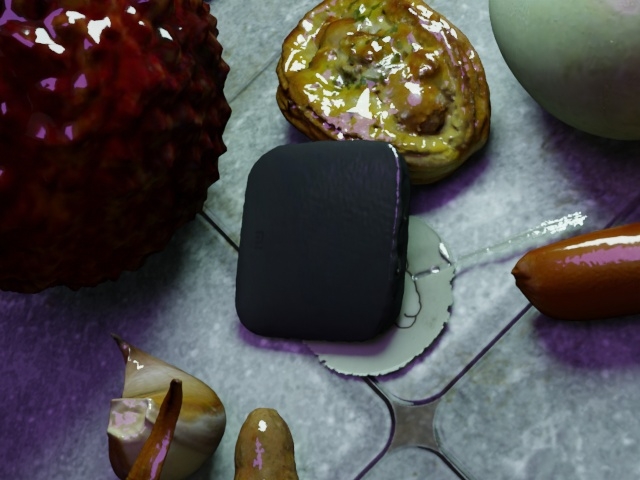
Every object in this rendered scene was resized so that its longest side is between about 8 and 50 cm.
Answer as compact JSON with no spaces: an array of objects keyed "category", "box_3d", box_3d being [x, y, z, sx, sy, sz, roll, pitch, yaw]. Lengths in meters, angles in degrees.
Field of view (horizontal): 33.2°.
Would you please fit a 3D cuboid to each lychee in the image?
[{"category":"lychee","box_3d":[-0.315,-0.137,1.200,0.500,0.425,0.424,-55,42,40]}]

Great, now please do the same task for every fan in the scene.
[{"category":"fan","box_3d":[0.119,0.032,1.120,0.329,0.009,0.190,-22,54,16]}]

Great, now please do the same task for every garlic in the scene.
[{"category":"garlic","box_3d":[-0.168,0.190,1.105,0.207,0.128,0.115,-136,62,-71]}]

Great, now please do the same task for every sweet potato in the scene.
[{"category":"sweet potato","box_3d":[-0.048,0.321,0.982,0.106,0.095,0.354,-21,55,8]}]

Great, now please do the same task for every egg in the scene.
[{"category":"egg","box_3d":[0.282,-0.221,1.058,0.218,0.218,0.295,-44,46,-3]}]

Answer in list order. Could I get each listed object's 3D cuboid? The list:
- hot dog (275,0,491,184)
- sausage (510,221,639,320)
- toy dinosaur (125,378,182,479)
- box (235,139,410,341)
[{"category":"hot dog","box_3d":[0.065,-0.173,1.197,0.196,0.122,0.272,-48,52,1]},{"category":"sausage","box_3d":[0.325,0.021,0.980,0.300,0.089,0.083,-13,64,19]},{"category":"toy dinosaur","box_3d":[-0.180,0.345,1.004,0.432,0.097,0.208,-49,66,20]},{"category":"box","box_3d":[0.000,0.000,1.137,0.201,0.042,0.212,2,88,30]}]
